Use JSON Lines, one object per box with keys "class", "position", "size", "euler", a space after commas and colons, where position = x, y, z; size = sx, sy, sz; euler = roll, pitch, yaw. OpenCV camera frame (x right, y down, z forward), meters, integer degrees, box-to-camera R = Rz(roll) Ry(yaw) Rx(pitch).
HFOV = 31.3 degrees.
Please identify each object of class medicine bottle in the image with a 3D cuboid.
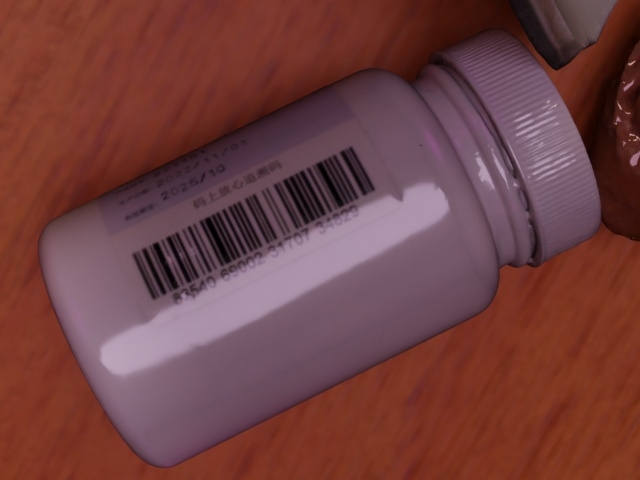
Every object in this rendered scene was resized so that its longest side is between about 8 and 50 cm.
{"class": "medicine bottle", "position": [0.000, 0.000, 0.425], "size": [0.187, 0.103, 0.102], "euler": [-27, 104, -3]}

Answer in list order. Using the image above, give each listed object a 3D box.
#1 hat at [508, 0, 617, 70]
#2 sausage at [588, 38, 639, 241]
{"class": "hat", "position": [0.063, -0.216, 0.392], "size": [0.258, 0.168, 0.301], "euler": [-41, 129, -15]}
{"class": "sausage", "position": [0.221, -0.131, 0.448], "size": [0.326, 0.079, 0.087], "euler": [-47, 145, 1]}
